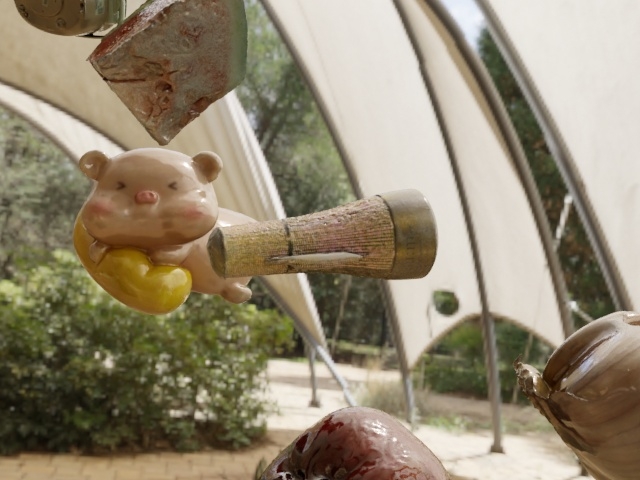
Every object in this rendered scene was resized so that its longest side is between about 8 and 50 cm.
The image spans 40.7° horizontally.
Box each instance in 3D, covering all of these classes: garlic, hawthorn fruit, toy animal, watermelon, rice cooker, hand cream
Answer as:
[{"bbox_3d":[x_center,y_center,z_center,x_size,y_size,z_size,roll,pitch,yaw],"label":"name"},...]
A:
[{"bbox_3d":[0.307,0.141,0.908,0.207,0.207,0.256,4,33,24],"label":"garlic"},{"bbox_3d":[0.063,0.384,1.196,0.312,0.294,0.295,12,-6,-27],"label":"hawthorn fruit"},{"bbox_3d":[-0.245,-0.028,1.449,0.345,0.246,0.277,12,30,-13],"label":"toy animal"},{"bbox_3d":[-0.246,-0.283,1.289,0.310,0.231,0.193,-11,-37,20],"label":"watermelon"},{"bbox_3d":[-0.433,-0.422,1.485,0.206,0.145,0.127,19,29,26],"label":"rice cooker"},{"bbox_3d":[0.000,0.000,0.763,0.203,0.083,0.084,-4,0,-19],"label":"hand cream"}]
